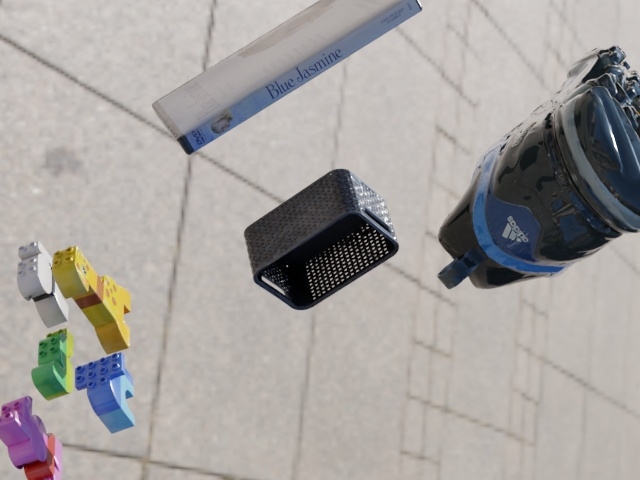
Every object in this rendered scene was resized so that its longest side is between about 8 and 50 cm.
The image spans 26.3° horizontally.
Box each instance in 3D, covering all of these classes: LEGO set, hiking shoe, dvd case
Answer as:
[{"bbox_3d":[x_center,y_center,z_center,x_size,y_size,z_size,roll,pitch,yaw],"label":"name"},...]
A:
[{"bbox_3d":[-0.191,0.065,1.016,0.227,0.087,0.093,-100,167,-47],"label":"LEGO set"},{"bbox_3d":[0.152,-0.047,0.862,0.113,0.132,0.304,60,20,4],"label":"hiking shoe"},{"bbox_3d":[-0.039,-0.173,1.302,0.022,0.253,0.180,59,-5,-22],"label":"dvd case"}]

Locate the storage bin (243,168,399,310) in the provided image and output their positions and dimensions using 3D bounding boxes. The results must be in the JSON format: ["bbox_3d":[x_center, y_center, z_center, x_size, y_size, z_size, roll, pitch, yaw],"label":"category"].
[{"bbox_3d":[0.000,0.000,1.842,0.122,0.180,0.084,37,27,-42],"label":"storage bin"}]
